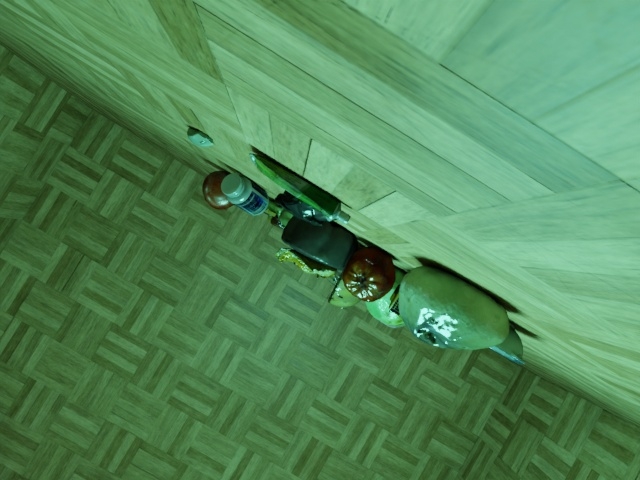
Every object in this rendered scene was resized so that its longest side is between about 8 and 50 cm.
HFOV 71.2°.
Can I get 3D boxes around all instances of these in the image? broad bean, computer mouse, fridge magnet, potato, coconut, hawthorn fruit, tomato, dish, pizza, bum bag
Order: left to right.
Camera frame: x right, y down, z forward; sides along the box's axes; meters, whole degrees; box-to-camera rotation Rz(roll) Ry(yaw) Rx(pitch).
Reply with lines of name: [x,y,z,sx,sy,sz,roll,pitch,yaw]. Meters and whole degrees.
computer mouse: [-0.318,-0.265,1.172,0.056,0.032,0.110,32,177,-39]
tomato: [-0.407,-0.215,1.847,0.167,0.167,0.167,31,177,2]
fridge magnet: [-0.238,-0.151,1.983,0.143,0.063,0.143,28,178,1]
broad bean: [-0.142,-0.108,1.843,0.153,0.072,0.206,37,-175,-44]
bum bag: [-0.038,-0.082,1.164,0.123,0.060,0.248,33,176,-21]
pizza: [-0.033,0.079,1.480,0.134,0.056,0.271,38,-167,37]
potato: [0.124,0.136,1.606,0.115,0.239,0.299,23,172,1]
hawthorn fruit: [0.155,0.104,1.376,0.173,0.174,0.179,30,176,19]
coconut: [0.279,0.215,1.617,0.235,0.236,0.204,31,-156,0]
dish: [0.488,0.254,1.268,0.236,0.086,0.228,29,176,35]

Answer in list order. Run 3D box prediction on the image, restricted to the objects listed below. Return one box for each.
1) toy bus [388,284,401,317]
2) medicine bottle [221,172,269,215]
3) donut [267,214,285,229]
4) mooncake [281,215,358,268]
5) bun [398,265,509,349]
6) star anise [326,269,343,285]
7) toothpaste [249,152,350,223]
toy bus: [0.286,0.181,1.404,0.114,0.098,0.201,33,157,11]
medicine bottle: [-0.275,-0.169,1.627,0.107,0.107,0.191,29,177,28]
donut: [-0.181,-0.096,2.088,0.140,0.059,0.140,23,-166,-6]
mooncake: [0.000,0.000,1.430,0.244,0.133,0.245,29,178,1]
bun: [0.303,0.175,1.067,0.272,0.168,0.273,28,169,6]
star anise: [0.062,0.089,1.883,0.349,0.109,0.293,29,147,25]
toothpaste: [-0.044,-0.109,0.945,0.247,0.047,0.078,33,175,-2]
